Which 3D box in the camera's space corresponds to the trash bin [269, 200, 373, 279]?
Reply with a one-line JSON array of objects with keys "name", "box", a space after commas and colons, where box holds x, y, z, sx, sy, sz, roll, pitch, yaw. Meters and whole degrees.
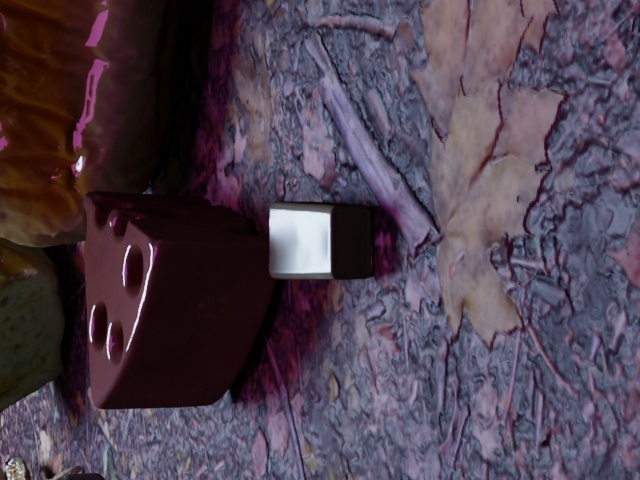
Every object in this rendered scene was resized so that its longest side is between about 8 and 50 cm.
[{"name": "trash bin", "box": [0.000, 0.000, 1.106, 0.092, 0.043, 0.061, 1, 91, 62]}]

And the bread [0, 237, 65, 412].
[{"name": "bread", "box": [-0.416, 0.070, 1.764, 0.252, 0.238, 0.196, 40, 161, 49]}]

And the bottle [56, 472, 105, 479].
[{"name": "bottle", "box": [-0.264, 0.370, 1.453, 0.229, 0.229, 0.351, 65, 144, 40]}]

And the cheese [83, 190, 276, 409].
[{"name": "cheese", "box": [-0.113, 0.029, 1.252, 0.177, 0.128, 0.202, -32, 58, 57]}]

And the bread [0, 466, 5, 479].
[{"name": "bread", "box": [-0.458, 0.408, 2.001, 0.139, 0.060, 0.178, -40, 55, 56]}]

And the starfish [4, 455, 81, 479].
[{"name": "starfish", "box": [-0.337, 0.340, 1.762, 0.238, 0.071, 0.216, 44, 135, 46]}]

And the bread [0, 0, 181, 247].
[{"name": "bread", "box": [-0.251, -0.190, 1.399, 0.183, 0.236, 0.388, -55, -21, -70]}]
